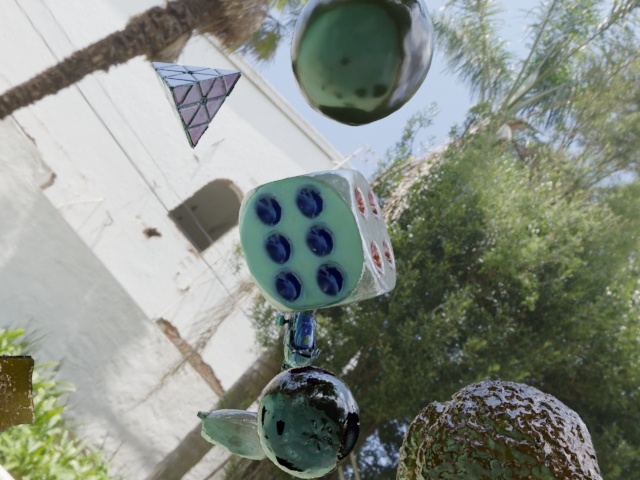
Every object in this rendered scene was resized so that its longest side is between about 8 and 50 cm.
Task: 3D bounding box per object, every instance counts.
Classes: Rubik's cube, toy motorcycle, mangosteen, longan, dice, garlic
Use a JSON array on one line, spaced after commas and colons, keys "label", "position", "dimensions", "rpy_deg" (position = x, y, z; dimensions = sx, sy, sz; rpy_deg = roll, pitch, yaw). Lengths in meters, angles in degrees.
[{"label": "Rubik's cube", "position": [-0.299, -0.364, 1.194], "dimensions": [0.178, 0.190, 0.211], "rpy_deg": [42, -23, 15]}, {"label": "toy motorcycle", "position": [-0.052, 0.248, 1.472], "dimensions": [0.113, 0.315, 0.169], "rpy_deg": [14, -10, -20]}, {"label": "mangosteen", "position": [-0.018, 0.251, 0.743], "dimensions": [0.152, 0.152, 0.152], "rpy_deg": [30, -35, 24]}, {"label": "longan", "position": [0.065, -0.293, 0.794], "dimensions": [0.248, 0.248, 0.248], "rpy_deg": [30, -35, 24]}, {"label": "dice", "position": [0.000, 0.000, 1.069], "dimensions": [0.243, 0.251, 0.259], "rpy_deg": [-14, -92, 19]}, {"label": "garlic", "position": [-0.146, 0.379, 1.037], "dimensions": [0.101, 0.086, 0.196], "rpy_deg": [-5, -25, 44]}]

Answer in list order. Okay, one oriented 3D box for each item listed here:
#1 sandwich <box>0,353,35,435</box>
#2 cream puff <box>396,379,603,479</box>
[{"label": "sandwich", "position": [-0.620, 0.290, 0.940], "dimensions": [0.058, 0.193, 0.162], "rpy_deg": [-37, -122, 39]}, {"label": "cream puff", "position": [0.220, 0.334, 0.731], "dimensions": [0.212, 0.303, 0.303], "rpy_deg": [18, -30, -12]}]
